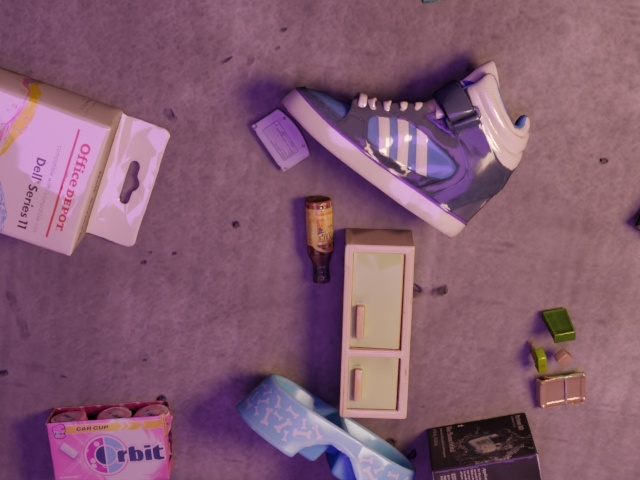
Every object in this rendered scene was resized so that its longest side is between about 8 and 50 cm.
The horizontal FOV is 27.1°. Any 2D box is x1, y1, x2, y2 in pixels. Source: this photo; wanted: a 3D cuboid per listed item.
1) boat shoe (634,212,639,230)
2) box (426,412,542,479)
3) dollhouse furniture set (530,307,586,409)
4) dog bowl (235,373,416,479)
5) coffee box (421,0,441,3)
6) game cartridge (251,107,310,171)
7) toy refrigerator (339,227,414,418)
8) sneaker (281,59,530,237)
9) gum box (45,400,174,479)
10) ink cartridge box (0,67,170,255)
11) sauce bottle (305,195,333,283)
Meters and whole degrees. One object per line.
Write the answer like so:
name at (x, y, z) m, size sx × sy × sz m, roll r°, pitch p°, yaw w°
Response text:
boat shoe at (0.531, -0.092, 1.896) m, size 0.070 × 0.078 × 0.219 m, roll 29°, pitch 107°, yaw -8°
box at (0.246, 0.339, 1.992) m, size 0.158 × 0.156 × 0.093 m, roll -10°, pitch 105°, yaw 4°
dollhouse furniture set at (0.357, 0.181, 2.011) m, size 0.076 × 0.058 × 0.151 m, roll -11°, pitch 126°, yaw -3°
dog bowl at (0.015, 0.300, 1.989) m, size 0.297 × 0.166 × 0.074 m, roll 33°, pitch 94°, yaw -8°
coffee box at (0.222, -0.361, 1.805) m, size 0.184 × 0.113 × 0.040 m, roll -9°, pitch 107°, yaw 6°
game cartridge at (-0.054, -0.148, 1.926) m, size 0.056 × 0.017 × 0.083 m, roll -31°, pitch 104°, yaw 14°
toy refrigerator at (0.082, 0.124, 1.963) m, size 0.102 × 0.094 × 0.269 m, roll 2°, pitch 107°, yaw 0°
sneaker at (0.136, -0.181, 1.865) m, size 0.323 × 0.130 × 0.236 m, roll 37°, pitch 95°, yaw -4°
gum box at (-0.317, 0.312, 2.045) m, size 0.188 × 0.062 × 0.107 m, roll -4°, pitch 107°, yaw 3°
ink cartridge box at (-0.414, -0.115, 1.890) m, size 0.353 × 0.119 × 0.207 m, roll 19°, pitch 106°, yaw -4°
sauce bottle at (0.000, 0.000, 1.956) m, size 0.042 × 0.042 × 0.128 m, roll -3°, pitch 108°, yaw 2°
